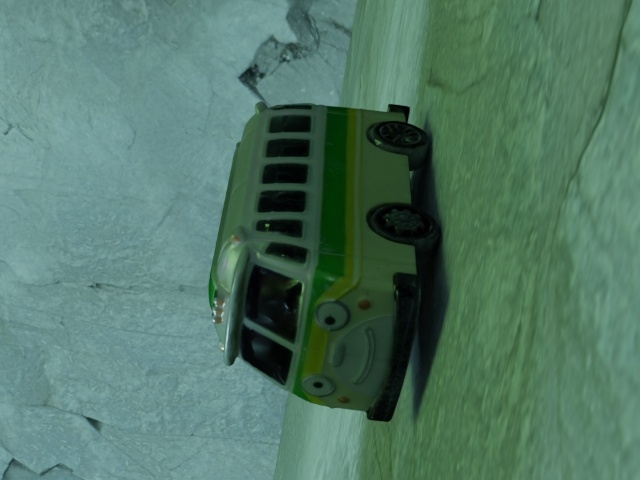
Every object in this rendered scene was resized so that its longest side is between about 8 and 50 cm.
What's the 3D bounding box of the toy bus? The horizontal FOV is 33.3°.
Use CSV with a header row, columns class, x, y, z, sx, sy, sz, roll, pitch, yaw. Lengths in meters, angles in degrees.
class,x,y,z,sx,sy,sz,roll,pitch,yaw
toy bus,0.000,0.000,0.936,0.305,0.179,0.143,-87,7,-55
